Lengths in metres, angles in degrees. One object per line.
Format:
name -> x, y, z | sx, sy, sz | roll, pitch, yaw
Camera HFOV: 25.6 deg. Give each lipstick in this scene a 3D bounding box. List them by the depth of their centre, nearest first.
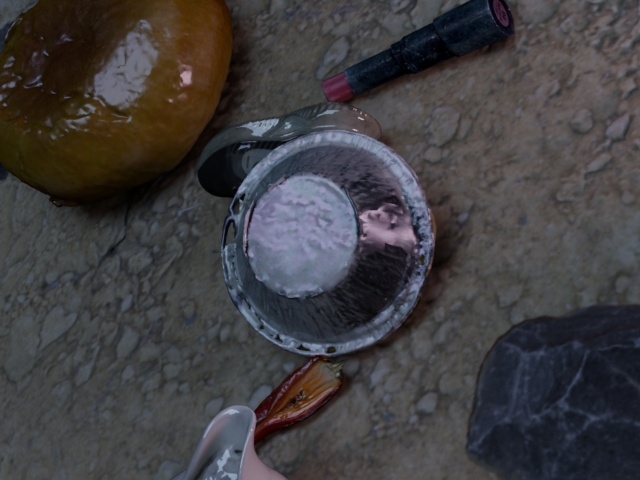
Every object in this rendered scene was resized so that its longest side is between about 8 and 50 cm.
lipstick -> 0.096, -0.204, 1.535 | 0.234, 0.053, 0.053 | -20, 51, 32

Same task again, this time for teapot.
teapot -> -0.111, 0.313, 1.282 | 0.208, 0.166, 0.300 | 19, 64, 32

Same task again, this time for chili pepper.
chili pepper -> -0.039, 0.169, 1.399 | 0.178, 0.045, 0.027 | -42, 5, 11

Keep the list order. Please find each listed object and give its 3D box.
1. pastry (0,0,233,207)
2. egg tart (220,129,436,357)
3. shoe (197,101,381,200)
pastry -> -0.268, -0.204, 1.746 | 0.356, 0.164, 0.356 | -19, 50, 25
egg tart -> 0.000, 0.000, 1.396 | 0.234, 0.094, 0.234 | -4, 80, 24
shoe -> -0.038, -0.071, 1.522 | 0.227, 0.099, 0.112 | -18, 60, 29
